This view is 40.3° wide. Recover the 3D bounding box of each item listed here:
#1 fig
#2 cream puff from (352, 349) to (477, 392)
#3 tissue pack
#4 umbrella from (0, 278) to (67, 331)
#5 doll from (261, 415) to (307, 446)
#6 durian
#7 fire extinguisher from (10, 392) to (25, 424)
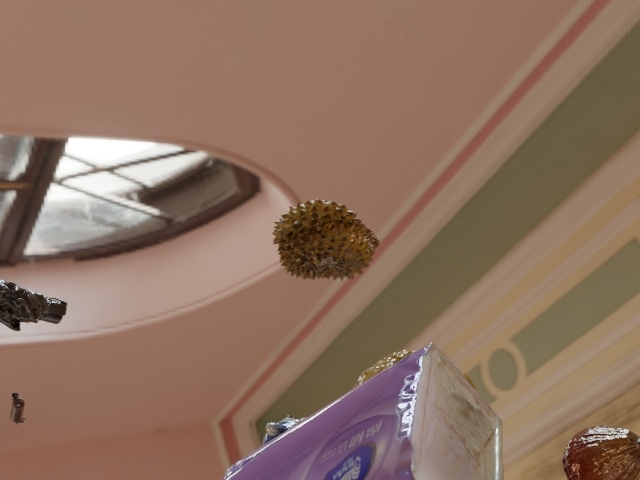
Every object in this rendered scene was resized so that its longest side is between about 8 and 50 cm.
[{"bbox_3d":[0.413,0.315,1.264,0.153,0.119,0.119,102,-30,-53],"label":"fig"},{"bbox_3d":[0.108,0.213,1.117,0.129,0.189,0.189,53,-31,-15],"label":"cream puff"},{"bbox_3d":[0.016,0.289,0.931,0.338,0.242,0.160,-35,-78,23],"label":"tissue pack"},{"bbox_3d":[-0.715,0.139,1.876,0.154,0.336,0.128,-33,-128,20],"label":"umbrella"},{"bbox_3d":[-0.047,0.481,2.070,0.257,0.215,0.161,-45,-158,53],"label":"doll"},{"bbox_3d":[-0.001,0.011,2.003,0.138,0.249,0.183,-72,155,-49],"label":"durian"},{"bbox_3d":[-0.640,0.352,1.831,0.046,0.032,0.100,46,-39,12],"label":"fire extinguisher"}]
